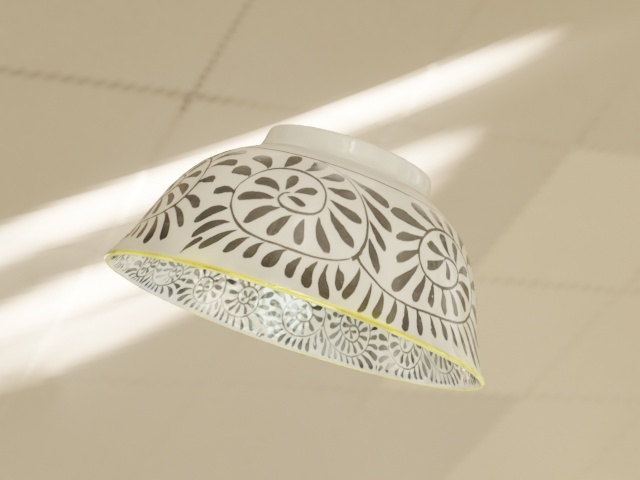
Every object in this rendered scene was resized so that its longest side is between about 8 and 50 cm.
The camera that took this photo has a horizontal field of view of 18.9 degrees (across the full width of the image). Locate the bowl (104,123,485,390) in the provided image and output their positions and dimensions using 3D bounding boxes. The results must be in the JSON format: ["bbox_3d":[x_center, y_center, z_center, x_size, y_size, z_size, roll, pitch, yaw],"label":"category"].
[{"bbox_3d":[0.000,0.000,0.823,0.170,0.080,0.170,17,170,3],"label":"bowl"}]
